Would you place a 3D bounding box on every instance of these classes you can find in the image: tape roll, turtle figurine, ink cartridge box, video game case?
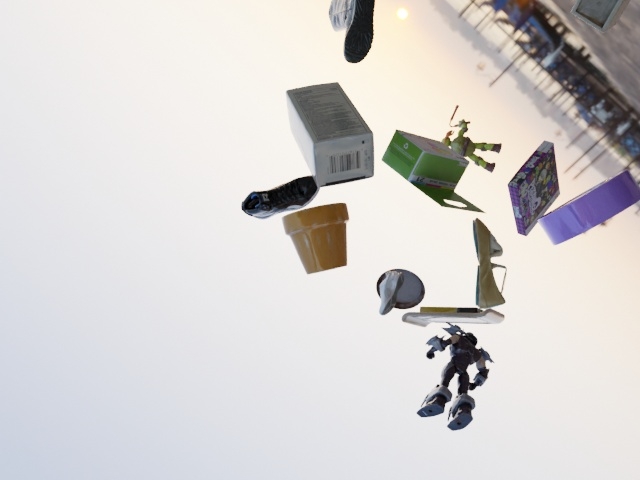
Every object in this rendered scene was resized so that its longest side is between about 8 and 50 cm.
[{"bbox_3d":[0.753,-0.091,1.797,0.090,0.275,0.275,59,-156,7],"label":"tape roll"},{"bbox_3d":[0.509,-0.329,2.215,0.217,0.269,0.087,18,172,6],"label":"turtle figurine"},{"bbox_3d":[0.312,-0.177,1.662,0.189,0.097,0.255,6,-152,-40],"label":"ink cartridge box"},{"bbox_3d":[0.676,-0.161,2.020,0.042,0.210,0.232,26,154,41],"label":"video game case"}]

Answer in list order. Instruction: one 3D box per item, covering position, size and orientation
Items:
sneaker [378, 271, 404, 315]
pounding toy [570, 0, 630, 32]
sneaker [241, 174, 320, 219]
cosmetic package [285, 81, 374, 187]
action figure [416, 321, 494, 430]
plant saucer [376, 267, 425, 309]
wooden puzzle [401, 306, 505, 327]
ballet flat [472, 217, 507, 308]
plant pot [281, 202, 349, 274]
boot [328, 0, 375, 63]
[{"bbox_3d":[0.219,0.171,2.083,0.061,0.152,0.054,16,167,33],"label":"sneaker"},{"bbox_3d":[0.760,-0.665,1.729,0.100,0.130,0.141,-35,-113,-29],"label":"pounding toy"},{"bbox_3d":[-0.111,-0.114,1.714,0.121,0.217,0.079,7,-120,-68],"label":"sneaker"},{"bbox_3d":[0.020,-0.271,1.604,0.153,0.129,0.296,-12,-140,-8],"label":"cosmetic package"},{"bbox_3d":[0.333,0.321,1.575,0.185,0.099,0.285,33,-136,-1],"label":"action figure"},{"bbox_3d":[0.275,0.160,2.188,0.168,0.168,0.029,40,-146,-9],"label":"plant saucer"},{"bbox_3d":[0.367,0.205,1.760,0.221,0.239,0.044,23,-117,-61],"label":"wooden puzzle"},{"bbox_3d":[0.392,0.051,1.482,0.080,0.073,0.232,57,-147,-58],"label":"ballet flat"},{"bbox_3d":[0.000,0.000,1.943,0.205,0.205,0.188,-5,-98,-61],"label":"plant pot"},{"bbox_3d":[0.065,-0.528,1.576,0.076,0.189,0.208,10,-170,-25],"label":"boot"}]
